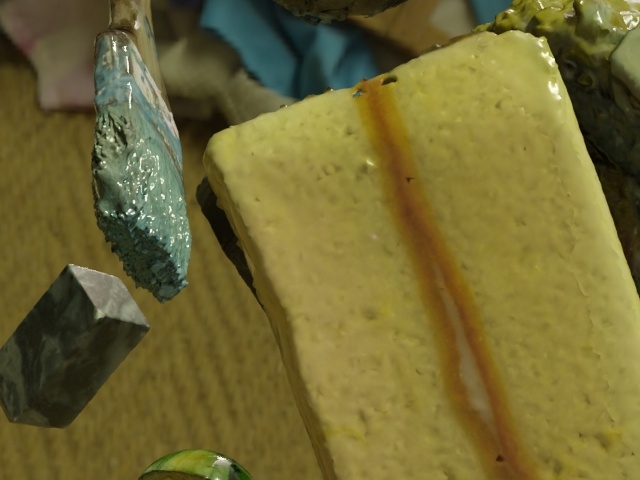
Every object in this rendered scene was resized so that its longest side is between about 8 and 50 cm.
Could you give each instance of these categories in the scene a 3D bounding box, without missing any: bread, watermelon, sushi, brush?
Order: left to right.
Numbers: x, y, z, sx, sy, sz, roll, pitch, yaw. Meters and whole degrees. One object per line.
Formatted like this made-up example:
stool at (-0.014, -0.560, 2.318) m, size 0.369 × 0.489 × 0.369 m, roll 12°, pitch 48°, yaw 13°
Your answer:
brush at (-0.067, -0.071, 0.580) m, size 0.021 × 0.070 × 0.196 m, roll -14°, pitch 55°, yaw 7°
watermelon at (-0.084, 0.194, 1.237) m, size 0.105 × 0.105 × 0.062 m, roll 25°, pitch 47°, yaw 10°
bread at (0.071, 0.064, 0.725) m, size 0.167 × 0.163 × 0.264 m, roll -21°, pitch 62°, yaw 2°
sushi at (0.311, -0.084, 1.702) m, size 0.396 × 0.351 × 0.240 m, roll 38°, pitch 36°, yaw 21°

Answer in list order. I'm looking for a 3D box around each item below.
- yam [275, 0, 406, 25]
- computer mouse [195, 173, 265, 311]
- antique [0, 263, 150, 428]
yam at (0.042, -0.342, 1.257) m, size 0.241 × 0.348 × 0.241 m, roll 6°, pitch 58°, yaw -9°
computer mouse at (0.000, 0.000, 1.032) m, size 0.106 × 0.192 × 0.062 m, roll -12°, pitch 46°, yaw 29°
antique at (-0.288, 0.126, 1.855) m, size 0.086 × 0.183 × 0.088 m, roll 19°, pitch 28°, yaw -51°
